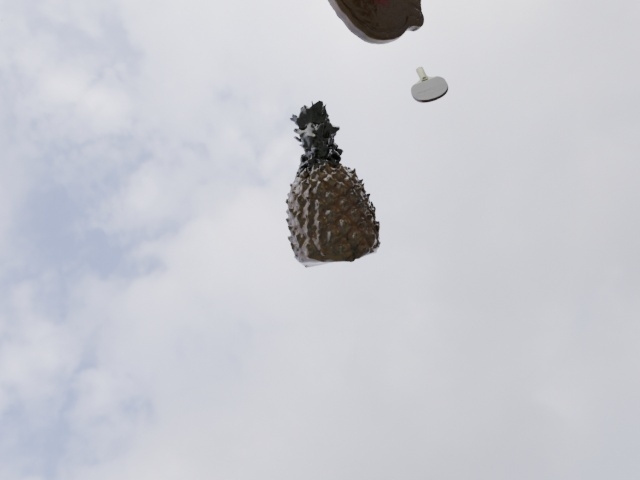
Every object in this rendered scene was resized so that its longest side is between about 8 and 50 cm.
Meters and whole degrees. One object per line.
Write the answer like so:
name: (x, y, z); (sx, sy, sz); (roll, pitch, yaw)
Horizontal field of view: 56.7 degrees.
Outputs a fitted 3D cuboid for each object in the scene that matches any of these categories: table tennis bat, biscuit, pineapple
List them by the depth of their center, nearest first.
pineapple: (0.007, -0.121, 1.290); (0.202, 0.202, 0.361); (-10, -96, -25)
biscuit: (0.117, -0.569, 1.323); (0.257, 0.049, 0.272); (-23, -94, -31)
table tennis bat: (0.257, -0.379, 1.434); (0.087, 0.156, 0.013); (-19, -48, 10)
